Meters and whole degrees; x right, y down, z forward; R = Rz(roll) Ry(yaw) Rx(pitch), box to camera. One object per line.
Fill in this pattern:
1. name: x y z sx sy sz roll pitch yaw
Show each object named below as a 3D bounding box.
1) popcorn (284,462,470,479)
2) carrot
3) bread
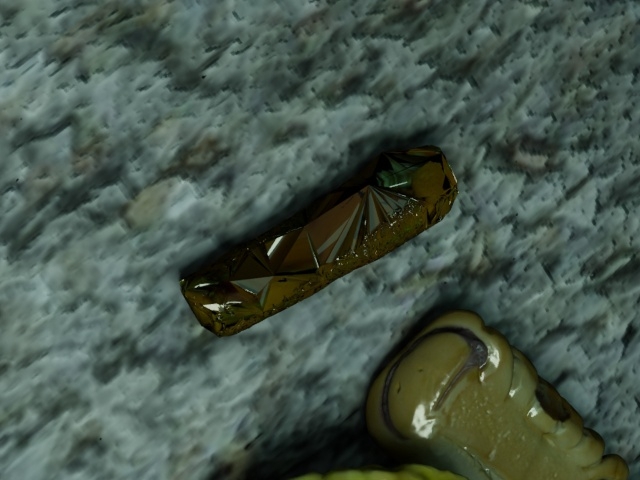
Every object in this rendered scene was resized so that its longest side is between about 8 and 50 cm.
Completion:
1. popcorn: 0.034 0.276 1.415 0.266 0.192 0.233 11 124 -18
2. carrot: 0.000 0.001 1.457 0.229 0.069 0.069 -30 109 -18
3. bread: 0.136 0.160 1.536 0.134 0.081 0.225 -47 117 -9
